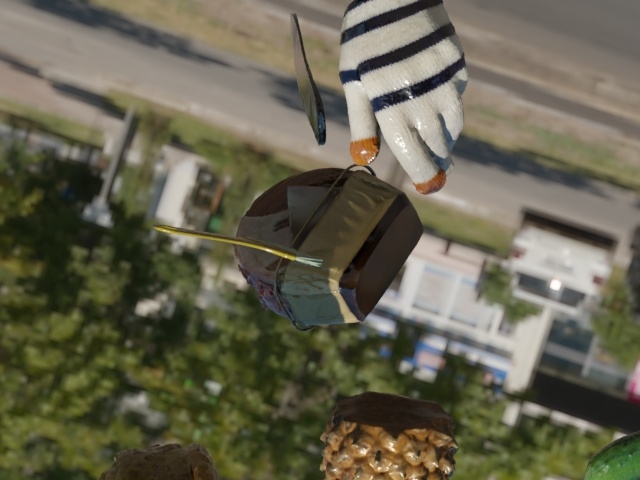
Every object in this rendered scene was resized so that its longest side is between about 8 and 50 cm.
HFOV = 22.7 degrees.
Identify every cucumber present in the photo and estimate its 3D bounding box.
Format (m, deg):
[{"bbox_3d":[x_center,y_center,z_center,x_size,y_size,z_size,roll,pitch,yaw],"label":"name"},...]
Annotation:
[{"bbox_3d":[0.353,0.212,1.618,0.056,0.056,0.250,17,151,-33],"label":"cucumber"}]

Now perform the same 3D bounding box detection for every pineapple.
[{"bbox_3d":[0.056,0.268,1.294,0.130,0.277,0.119,6,-168,6],"label":"pineapple"}]

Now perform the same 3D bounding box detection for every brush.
[{"bbox_3d":[-0.096,0.000,1.687,0.205,0.011,0.083,12,-174,-43],"label":"brush"}]

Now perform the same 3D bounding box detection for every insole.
[{"bbox_3d":[-0.019,-0.222,2.166,0.012,0.110,0.309,-5,-151,-6],"label":"insole"}]

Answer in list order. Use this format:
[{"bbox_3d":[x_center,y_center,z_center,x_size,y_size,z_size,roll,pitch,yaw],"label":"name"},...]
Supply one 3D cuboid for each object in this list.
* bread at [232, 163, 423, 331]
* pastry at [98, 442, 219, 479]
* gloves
[{"bbox_3d":[0.000,0.000,1.997,0.212,0.224,0.142,14,147,37],"label":"bread"},{"bbox_3d":[-0.159,0.340,1.780,0.132,0.240,0.235,-16,160,-8],"label":"pastry"},{"bbox_3d":[0.100,-0.162,1.742,0.140,0.218,0.131,-13,170,-21],"label":"gloves"}]
